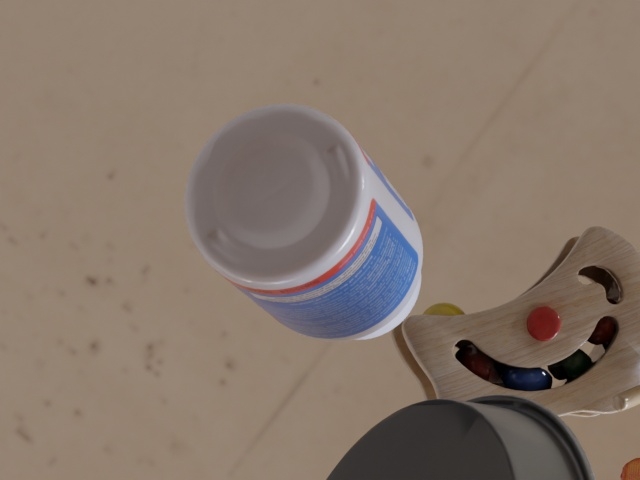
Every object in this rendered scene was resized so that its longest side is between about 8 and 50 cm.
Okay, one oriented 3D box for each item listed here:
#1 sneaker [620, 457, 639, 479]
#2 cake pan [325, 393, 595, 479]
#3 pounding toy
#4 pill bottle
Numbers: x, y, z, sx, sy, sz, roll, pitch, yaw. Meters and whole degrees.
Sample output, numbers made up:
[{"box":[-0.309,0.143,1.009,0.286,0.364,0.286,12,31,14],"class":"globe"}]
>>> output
[{"box":[0.254,0.177,1.213,0.175,0.064,0.067,-138,-117,-68],"class":"sneaker"},{"box":[0.061,0.229,1.176,0.293,0.054,0.293,-40,-144,38],"class":"cake pan"},{"box":[0.201,0.068,1.485,0.155,0.269,0.154,125,-42,-80],"class":"pounding toy"},{"box":[0.000,0.000,1.240,0.124,0.124,0.221,-53,156,-4],"class":"pill bottle"}]
